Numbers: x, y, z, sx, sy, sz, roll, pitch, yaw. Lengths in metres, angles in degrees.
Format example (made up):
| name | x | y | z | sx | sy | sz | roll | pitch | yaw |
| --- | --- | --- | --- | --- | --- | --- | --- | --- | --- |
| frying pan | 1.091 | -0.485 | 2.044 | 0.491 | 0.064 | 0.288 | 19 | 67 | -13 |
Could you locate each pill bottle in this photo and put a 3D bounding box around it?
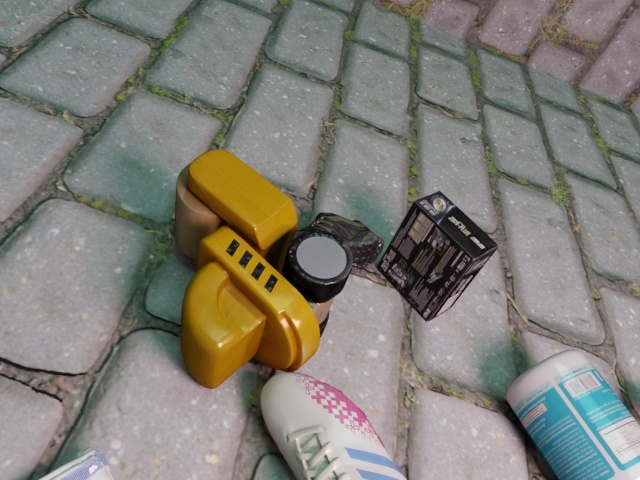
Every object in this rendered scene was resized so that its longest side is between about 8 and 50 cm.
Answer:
| name | x | y | z | sx | sy | sz | roll | pitch | yaw |
| --- | --- | --- | --- | --- | --- | --- | --- | --- | --- |
| pill bottle | 0.413 | 0.311 | 0.858 | 0.146 | 0.146 | 0.264 | -6 | 51 | -30 |

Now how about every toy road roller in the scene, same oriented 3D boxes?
| name | x | y | z | sx | sy | sz | roll | pitch | yaw |
| --- | --- | --- | --- | --- | --- | --- | --- | --- | --- |
| toy road roller | -0.133 | 0.054 | 0.821 | 0.329 | 0.202 | 0.240 | 41 | 54 | 16 |

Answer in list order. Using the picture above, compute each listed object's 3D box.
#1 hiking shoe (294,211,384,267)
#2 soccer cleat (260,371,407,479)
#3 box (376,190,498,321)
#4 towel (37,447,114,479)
| name | x | y | z | sx | sy | sz | roll | pitch | yaw |
| --- | --- | --- | --- | --- | --- | --- | --- | --- | --- |
| hiking shoe | 0.000 | 0.000 | 1.037 | 0.226 | 0.086 | 0.114 | 1 | 33 | -33 |
| soccer cleat | 0.032 | 0.294 | 0.688 | 0.331 | 0.116 | 0.143 | 42 | 19 | 19 |
| box | 0.203 | 0.030 | 1.015 | 0.077 | 0.180 | 0.147 | -22 | 59 | -38 |
| towel | -0.250 | 0.373 | 0.560 | 0.209 | 0.034 | 0.285 | -23 | 61 | -39 |
